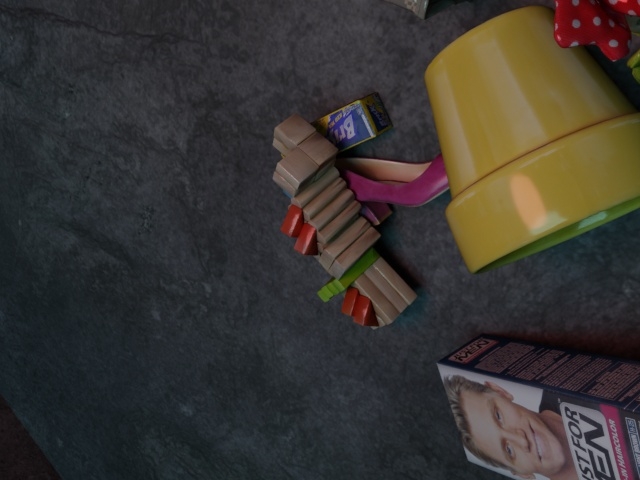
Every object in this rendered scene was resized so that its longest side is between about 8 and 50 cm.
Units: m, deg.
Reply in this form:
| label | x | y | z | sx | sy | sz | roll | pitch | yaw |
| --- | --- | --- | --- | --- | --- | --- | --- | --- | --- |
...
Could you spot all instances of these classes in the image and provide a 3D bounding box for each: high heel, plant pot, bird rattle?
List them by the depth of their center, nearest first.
| label | x | y | z | sx | sy | sz | roll | pitch | yaw |
| --- | --- | --- | --- | --- | --- | --- | --- | --- | --- |
| bird rattle | 0.276 | -0.251 | 0.736 | 0.207 | 0.254 | 0.143 | 56 | 136 | 31 |
| plant pot | 0.237 | -0.117 | 0.831 | 0.254 | 0.254 | 0.238 | -33 | 76 | 41 |
| high heel | 0.110 | -0.104 | 1.026 | 0.244 | 0.082 | 0.117 | -25 | 101 | 51 |

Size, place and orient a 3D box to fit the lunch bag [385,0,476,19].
| label | x | y | z | sx | sy | sz | roll | pitch | yaw |
| --- | --- | --- | --- | --- | --- | --- | --- | --- | --- |
| lunch bag | 0.086 | -0.432 | 0.815 | 0.235 | 0.169 | 0.286 | 30 | 130 | 24 |

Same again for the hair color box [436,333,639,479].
| label | x | y | z | sx | sy | sz | roll | pitch | yaw |
| --- | --- | --- | --- | --- | --- | --- | --- | --- | --- |
| hair color box | 0.321 | 0.237 | 0.949 | 0.347 | 0.105 | 0.173 | 2 | 114 | 59 |

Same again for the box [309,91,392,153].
| label | x | y | z | sx | sy | sz | roll | pitch | yaw |
| --- | --- | --- | --- | --- | --- | --- | --- | --- | --- |
| box | 0.018 | -0.156 | 1.078 | 0.169 | 0.054 | 0.059 | -19 | 100 | 40 |

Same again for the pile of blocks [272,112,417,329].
| label | x | y | z | sx | sy | sz | roll | pitch | yaw |
| --- | --- | --- | --- | --- | --- | --- | --- | --- | --- |
| pile of blocks | 0.000 | 0.000 | 1.076 | 0.149 | 0.113 | 0.362 | 1 | 127 | 53 |
